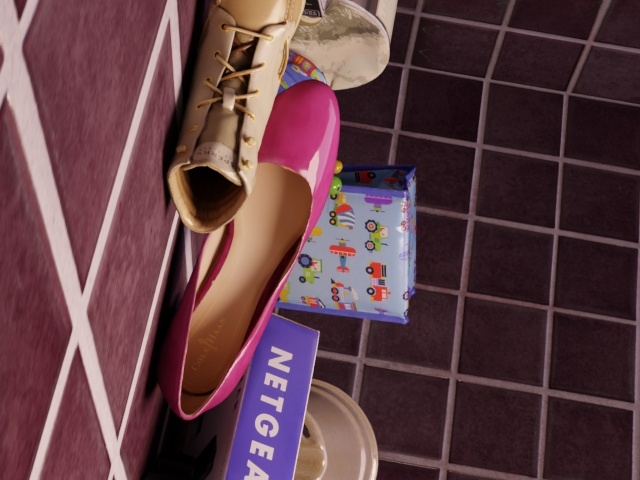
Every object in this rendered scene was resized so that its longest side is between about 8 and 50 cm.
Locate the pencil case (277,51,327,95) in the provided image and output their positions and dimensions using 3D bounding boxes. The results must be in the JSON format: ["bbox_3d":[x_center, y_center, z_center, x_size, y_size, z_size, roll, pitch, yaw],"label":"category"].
[{"bbox_3d":[-0.062,-0.150,1.537,0.119,0.133,0.306,-37,-164,21],"label":"pencil case"}]

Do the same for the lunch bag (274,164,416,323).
[{"bbox_3d":[0.000,0.000,1.867,0.138,0.293,0.221,-64,155,-67],"label":"lunch bag"}]

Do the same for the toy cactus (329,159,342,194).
[{"bbox_3d":[-0.060,-0.151,1.733,0.112,0.180,0.219,-29,-97,47],"label":"toy cactus"}]

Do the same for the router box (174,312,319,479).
[{"bbox_3d":[-0.119,0.301,1.444,0.301,0.082,0.335,126,-19,-46],"label":"router box"}]

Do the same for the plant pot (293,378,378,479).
[{"bbox_3d":[-0.075,0.418,2.275,0.305,0.333,0.334,46,53,-74],"label":"plant pot"}]

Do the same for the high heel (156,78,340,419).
[{"bbox_3d":[-0.067,0.013,1.269,0.181,0.127,0.377,-106,-143,-70],"label":"high heel"}]

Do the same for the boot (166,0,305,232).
[{"bbox_3d":[-0.084,-0.152,1.139,0.262,0.095,0.203,114,-10,-49],"label":"boot"}]

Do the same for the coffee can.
[{"bbox_3d":[0.019,-0.384,1.686,0.201,0.201,0.275,98,2,-62],"label":"coffee can"}]

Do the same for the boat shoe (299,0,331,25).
[{"bbox_3d":[-0.017,-0.387,1.507,0.073,0.080,0.224,-24,-112,49],"label":"boat shoe"}]

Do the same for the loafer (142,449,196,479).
[{"bbox_3d":[-0.176,0.295,1.365,0.170,0.062,0.061,-53,157,-85],"label":"loafer"}]

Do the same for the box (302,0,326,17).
[{"bbox_3d":[-0.037,-0.369,1.247,0.290,0.087,0.169,62,37,-79],"label":"box"}]
